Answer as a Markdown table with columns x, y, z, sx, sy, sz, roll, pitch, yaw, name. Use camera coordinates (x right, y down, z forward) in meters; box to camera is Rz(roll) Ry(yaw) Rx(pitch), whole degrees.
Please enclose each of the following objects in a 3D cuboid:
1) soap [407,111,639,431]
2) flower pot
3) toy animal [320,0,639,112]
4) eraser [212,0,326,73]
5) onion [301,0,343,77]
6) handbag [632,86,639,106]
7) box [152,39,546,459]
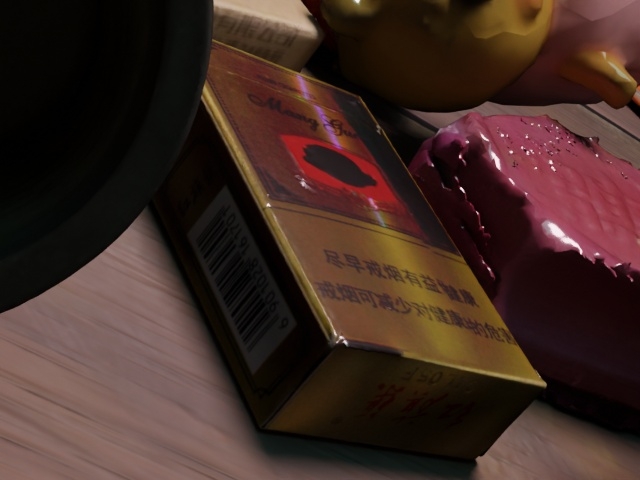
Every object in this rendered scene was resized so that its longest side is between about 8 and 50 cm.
| x | y | z | sx | sy | sz | roll | pitch | yaw | name |
| --- | --- | --- | --- | --- | --- | --- | --- | --- | --- |
| 0.161 | 0.014 | 0.941 | 0.289 | 0.112 | 0.182 | 23 | 26 | -29 | soap |
| -0.160 | -0.091 | 0.587 | 0.235 | 0.235 | 0.148 | 35 | 4 | -8 | flower pot |
| 0.118 | -0.160 | 0.977 | 0.281 | 0.169 | 0.195 | -3 | 57 | -42 | toy animal |
| -0.156 | -0.158 | 0.832 | 0.343 | 0.078 | 0.144 | 7 | 39 | -48 | eraser |
| 0.041 | -0.175 | 1.092 | 0.131 | 0.131 | 0.131 | 31 | 25 | -17 | onion |
| 0.501 | -0.136 | 1.677 | 0.303 | 0.116 | 0.410 | 46 | 24 | 24 | handbag |
| 0.000 | 0.000 | 0.787 | 0.159 | 0.071 | 0.240 | 14 | 35 | -40 | box |
